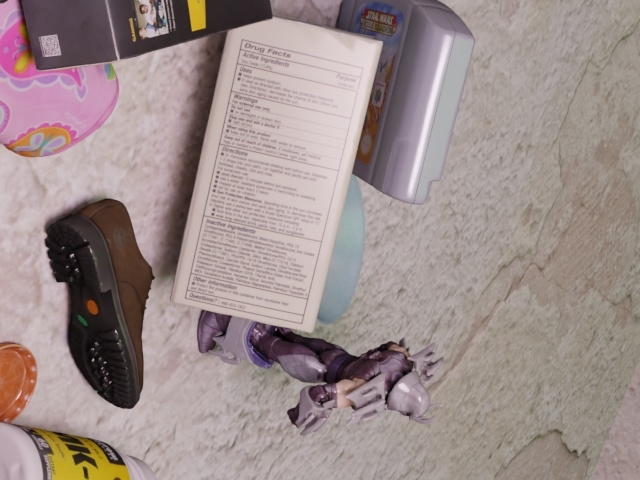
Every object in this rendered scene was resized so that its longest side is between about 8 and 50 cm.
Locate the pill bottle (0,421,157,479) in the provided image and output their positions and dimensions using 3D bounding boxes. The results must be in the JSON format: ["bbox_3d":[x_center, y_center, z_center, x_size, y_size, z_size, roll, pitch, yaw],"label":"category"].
[{"bbox_3d":[-0.250,0.241,1.242,0.208,0.119,0.119,27,84,-58],"label":"pill bottle"}]

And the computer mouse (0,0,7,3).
[{"bbox_3d":[-0.246,-0.254,0.896,0.041,0.242,0.071,-31,150,14],"label":"computer mouse"}]

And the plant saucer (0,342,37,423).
[{"bbox_3d":[-0.296,0.133,1.212,0.083,0.013,0.083,-34,134,-44],"label":"plant saucer"}]

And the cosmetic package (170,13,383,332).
[{"bbox_3d":[-0.045,-0.075,1.318,0.129,0.153,0.296,-92,-163,-79],"label":"cosmetic package"}]

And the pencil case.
[{"bbox_3d":[-0.271,-0.169,0.991,0.124,0.124,0.284,-63,148,-10],"label":"pencil case"}]

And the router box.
[{"bbox_3d":[-0.149,-0.303,1.020,0.243,0.081,0.309,-31,116,-59],"label":"router box"}]

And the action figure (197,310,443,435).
[{"bbox_3d":[0.008,0.136,1.414,0.185,0.285,0.099,-9,115,-54],"label":"action figure"}]

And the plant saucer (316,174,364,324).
[{"bbox_3d":[0.000,0.000,1.536,0.195,0.037,0.195,4,90,-66],"label":"plant saucer"}]

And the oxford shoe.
[{"bbox_3d":[-0.192,0.063,1.268,0.096,0.083,0.227,-40,139,-45],"label":"oxford shoe"}]

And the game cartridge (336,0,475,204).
[{"bbox_3d":[0.068,-0.164,1.379,0.062,0.297,0.198,5,102,-18],"label":"game cartridge"}]
